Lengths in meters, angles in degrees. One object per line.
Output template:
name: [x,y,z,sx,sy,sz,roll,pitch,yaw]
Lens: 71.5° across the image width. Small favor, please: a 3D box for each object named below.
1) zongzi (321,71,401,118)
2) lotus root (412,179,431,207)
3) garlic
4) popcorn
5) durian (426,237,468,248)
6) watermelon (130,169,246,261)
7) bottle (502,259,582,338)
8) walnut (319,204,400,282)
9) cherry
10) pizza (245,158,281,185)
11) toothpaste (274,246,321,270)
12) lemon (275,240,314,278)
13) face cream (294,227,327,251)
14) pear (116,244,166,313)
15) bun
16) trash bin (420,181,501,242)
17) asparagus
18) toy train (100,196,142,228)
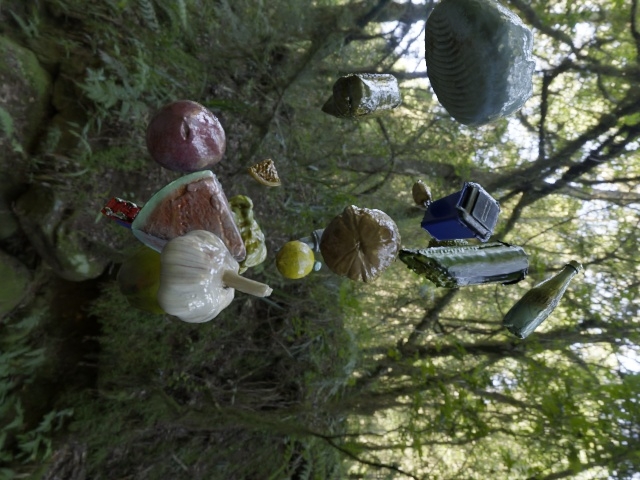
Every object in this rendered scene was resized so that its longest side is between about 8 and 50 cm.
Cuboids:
zongzi: [0.085,-0.564,1.795,0.392,0.356,0.174,-1,-77,32]
lotus root: [0.363,-0.161,1.597,0.152,0.063,0.072,-98,-176,-48]
garlic: [-0.207,0.081,0.907,0.199,0.225,0.199,6,90,-71]
popcorn: [-0.397,-0.023,1.940,0.293,0.292,0.334,35,-23,39]
durian: [0.539,0.069,1.881,0.177,0.200,0.237,-55,159,-32]
watermelon: [-0.356,-0.038,1.307,0.283,0.292,0.250,-47,-167,-10]
bottle: [0.618,0.155,1.221,0.269,0.083,0.083,-41,-162,-6]
walnut: [0.150,0.012,1.692,0.333,0.332,0.334,-171,-90,-73]
cherry: [-0.449,-0.347,1.483,0.307,0.260,0.221,129,-48,-71]
pizza: [-0.246,-0.316,2.032,0.041,0.178,0.131,-9,-132,61]
toothpaste: [-0.082,0.061,1.640,0.205,0.056,0.036,23,-61,39]
lemon: [-0.072,0.055,1.265,0.108,0.133,0.109,2,-86,32]
face cream: [0.000,0.000,1.964,0.101,0.251,0.101,170,-90,-73]
pear: [-0.521,0.118,1.526,0.269,0.320,0.269,163,-90,-74]
bun: [0.403,-0.466,1.128,0.354,0.194,0.355,156,-90,-85]
trash bin: [0.468,-0.089,1.528,0.234,0.184,0.163,-13,-135,60]
asparagus: [0.384,0.070,1.207,0.108,0.381,0.129,-134,-135,-62]
toy train: [-0.733,-0.093,1.698,0.203,0.131,0.083,16,-117,34]
